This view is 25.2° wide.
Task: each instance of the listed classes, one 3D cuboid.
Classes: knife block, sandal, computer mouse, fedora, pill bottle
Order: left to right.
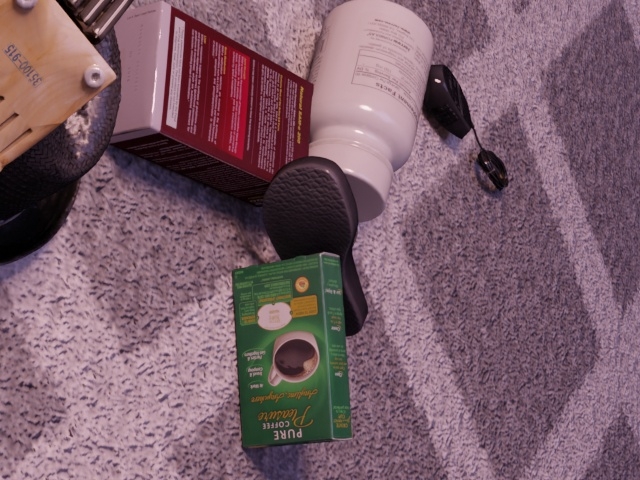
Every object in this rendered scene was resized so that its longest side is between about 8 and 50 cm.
[{"bbox_3d":[-0.235,-0.124,0.962,0.275,0.242,0.088,-40,116,-4],"label":"knife block"},{"bbox_3d":[-0.258,-0.149,1.128,0.334,0.152,0.334,20,65,-52],"label":"fedora"},{"bbox_3d":[-0.001,0.000,1.464,0.254,0.097,0.054,83,25,-50],"label":"sandal"},{"bbox_3d":[0.043,-0.140,1.573,0.131,0.131,0.229,44,48,-40],"label":"pill bottle"},{"bbox_3d":[0.186,-0.141,1.868,0.242,0.041,0.071,52,26,-41],"label":"computer mouse"}]

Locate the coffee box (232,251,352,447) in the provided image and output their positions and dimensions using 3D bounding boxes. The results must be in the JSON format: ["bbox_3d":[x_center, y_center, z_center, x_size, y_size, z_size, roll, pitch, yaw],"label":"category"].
[{"bbox_3d":[-0.029,0.111,1.421,0.040,0.113,0.184,12,70,-56],"label":"coffee box"}]

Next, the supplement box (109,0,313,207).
[{"bbox_3d":[-0.106,-0.128,1.408,0.239,0.073,0.130,23,64,-49],"label":"supplement box"}]
